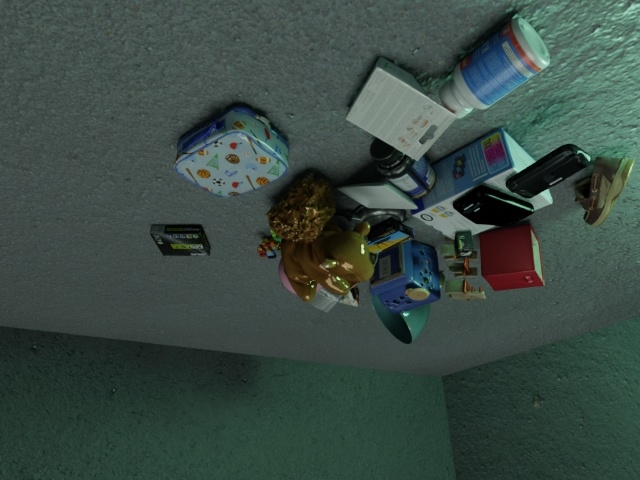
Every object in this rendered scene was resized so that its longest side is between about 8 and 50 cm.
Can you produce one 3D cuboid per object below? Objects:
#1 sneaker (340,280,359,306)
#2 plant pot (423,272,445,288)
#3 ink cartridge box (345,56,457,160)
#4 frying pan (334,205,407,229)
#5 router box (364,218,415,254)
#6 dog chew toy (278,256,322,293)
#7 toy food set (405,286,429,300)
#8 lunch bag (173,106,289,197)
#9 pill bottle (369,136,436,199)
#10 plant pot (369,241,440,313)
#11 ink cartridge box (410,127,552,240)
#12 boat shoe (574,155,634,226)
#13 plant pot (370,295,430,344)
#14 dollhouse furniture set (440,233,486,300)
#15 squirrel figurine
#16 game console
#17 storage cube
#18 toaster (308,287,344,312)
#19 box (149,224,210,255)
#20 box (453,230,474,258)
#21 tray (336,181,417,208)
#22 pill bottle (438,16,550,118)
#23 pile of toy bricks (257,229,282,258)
[{"bbox_3d":[0.113,0.255,2.211,0.121,0.099,0.262,-2,150,12],"label":"sneaker"},{"bbox_3d":[0.515,0.179,2.110,0.079,0.083,0.083,20,147,-12],"label":"plant pot"},{"bbox_3d":[0.197,-0.318,1.137,0.224,0.056,0.181,26,145,-9],"label":"ink cartridge box"},{"bbox_3d":[0.162,-0.094,1.628,0.326,0.053,0.197,14,148,-31],"label":"frying pan"},{"bbox_3d":[0.235,-0.011,1.689,0.133,0.046,0.179,19,146,-40],"label":"router box"},{"bbox_3d":[-0.008,0.081,1.795,0.332,0.207,0.206,-32,139,31],"label":"dog chew toy"},{"bbox_3d":[0.370,0.202,1.743,0.083,0.020,0.082,-25,132,32],"label":"toy food set"},{"bbox_3d":[-0.246,-0.241,1.279,0.303,0.115,0.243,-20,144,32],"label":"lunch bag"},{"bbox_3d":[0.237,-0.217,1.322,0.122,0.123,0.219,-20,145,31],"label":"pill bottle"},{"bbox_3d":[0.326,0.133,1.859,0.236,0.236,0.212,-25,138,37],"label":"plant pot"},{"bbox_3d":[0.458,-0.142,1.435,0.270,0.151,0.395,24,141,-39],"label":"ink cartridge box"},{"bbox_3d":[0.888,-0.160,1.483,0.123,0.123,0.342,21,165,24],"label":"boat shoe"},{"bbox_3d":[0.408,0.321,2.201,0.195,0.290,0.290,-33,157,-18],"label":"plant pot"},{"bbox_3d":[0.557,0.093,1.758,0.135,0.259,0.262,-4,155,26],"label":"dollhouse furniture set"},{"bbox_3d":[0.000,0.000,1.461,0.397,0.281,0.370,55,166,-11],"label":"squirrel figurine"},{"bbox_3d":[0.556,-0.138,1.256,0.213,0.044,0.361,13,149,-29],"label":"game console"},{"bbox_3d":[0.739,0.071,1.779,0.193,0.215,0.183,-12,151,32],"label":"storage cube"},{"bbox_3d":[-0.001,0.216,2.079,0.227,0.129,0.146,35,137,-10],"label":"toaster"},{"bbox_3d":[-0.538,0.003,1.780,0.190,0.045,0.184,1,149,-2],"label":"box"},{"bbox_3d":[0.471,0.016,1.513,0.052,0.062,0.083,-5,153,8],"label":"box"},{"bbox_3d":[0.174,-0.143,1.430,0.145,0.030,0.270,29,171,-26],"label":"tray"},{"bbox_3d":[0.380,-0.376,1.035,0.124,0.124,0.221,20,144,-33],"label":"pill bottle"},{"bbox_3d":[-0.153,-0.009,1.731,0.212,0.118,0.105,-5,120,26],"label":"pile of toy bricks"}]
